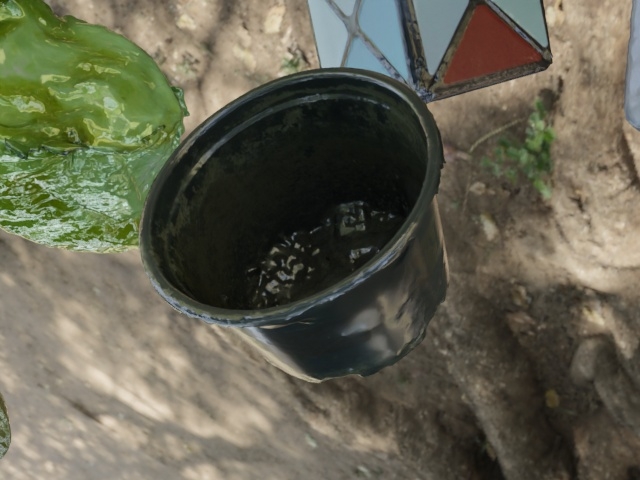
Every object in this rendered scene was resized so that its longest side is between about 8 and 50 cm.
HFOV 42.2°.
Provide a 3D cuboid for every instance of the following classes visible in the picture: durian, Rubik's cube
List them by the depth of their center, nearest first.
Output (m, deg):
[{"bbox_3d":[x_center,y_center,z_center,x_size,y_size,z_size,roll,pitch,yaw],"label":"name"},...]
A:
[{"bbox_3d":[-0.274,-0.102,0.849,0.255,0.204,0.340,15,143,-6],"label":"durian"},{"bbox_3d":[0.143,-0.322,1.173,0.246,0.250,0.248,2,109,62],"label":"Rubik's cube"}]

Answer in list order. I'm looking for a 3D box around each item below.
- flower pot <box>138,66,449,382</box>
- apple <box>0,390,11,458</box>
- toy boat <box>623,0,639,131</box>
[{"bbox_3d":[0.000,0.000,0.434,0.157,0.157,0.107,8,150,31],"label":"flower pot"},{"bbox_3d":[-0.468,0.222,0.849,0.292,0.292,0.254,-7,150,44],"label":"apple"},{"bbox_3d":[0.251,-0.185,0.474,0.078,0.283,0.127,5,-175,-22],"label":"toy boat"}]
